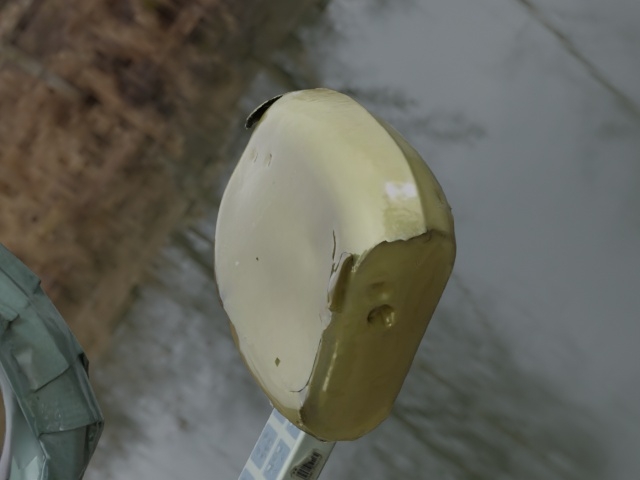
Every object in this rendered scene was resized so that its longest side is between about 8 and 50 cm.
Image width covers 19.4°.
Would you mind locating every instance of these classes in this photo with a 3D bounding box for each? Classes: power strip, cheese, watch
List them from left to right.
[{"bbox_3d":[-0.265,0.102,1.233,0.162,0.241,0.253,-77,-1,-80],"label":"watch"},{"bbox_3d":[-0.049,0.253,1.897,0.367,0.043,0.106,-63,20,3],"label":"power strip"},{"bbox_3d":[0.000,0.000,1.559,0.260,0.128,0.316,-66,33,22],"label":"cheese"}]
